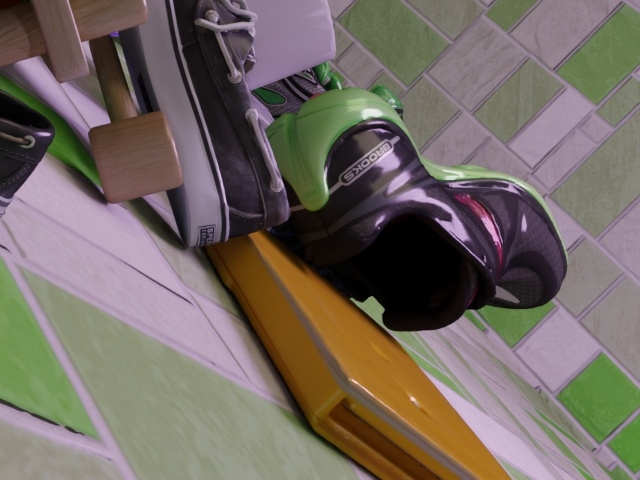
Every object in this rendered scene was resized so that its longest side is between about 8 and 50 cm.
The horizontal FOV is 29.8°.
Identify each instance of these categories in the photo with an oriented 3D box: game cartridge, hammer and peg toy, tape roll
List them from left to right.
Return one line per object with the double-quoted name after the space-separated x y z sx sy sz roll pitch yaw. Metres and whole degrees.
-0.217 -0.207 0.861 0.266 0.127 0.361 -134 -152 -62 "hammer and peg toy"
-0.081 -0.301 1.223 0.286 0.100 0.286 158 -90 -87 "tape roll"
0.033 0.112 1.016 0.285 0.052 0.323 41 5 -35 "game cartridge"

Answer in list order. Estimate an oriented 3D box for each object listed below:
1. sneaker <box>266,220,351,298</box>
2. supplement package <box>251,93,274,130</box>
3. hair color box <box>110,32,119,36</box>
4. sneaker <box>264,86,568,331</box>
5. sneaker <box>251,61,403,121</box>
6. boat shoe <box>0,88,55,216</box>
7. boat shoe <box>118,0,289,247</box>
0.000 0.000 1.362 0.211 0.080 0.081 40 11 -50 "sneaker"
-0.116 -0.121 1.270 0.105 0.105 0.179 45 6 -20 "supplement package"
-0.337 -0.430 1.680 0.339 0.110 0.185 45 23 15 "hair color box"
0.108 0.013 1.243 0.483 0.185 0.202 20 50 -48 "sneaker"
-0.050 -0.151 1.437 0.343 0.146 0.134 19 -5 25 "sneaker"
-0.218 -0.097 0.551 0.228 0.076 0.080 42 6 -26 "boat shoe"
-0.098 -0.151 0.981 0.113 0.105 0.306 130 -56 -69 "boat shoe"
